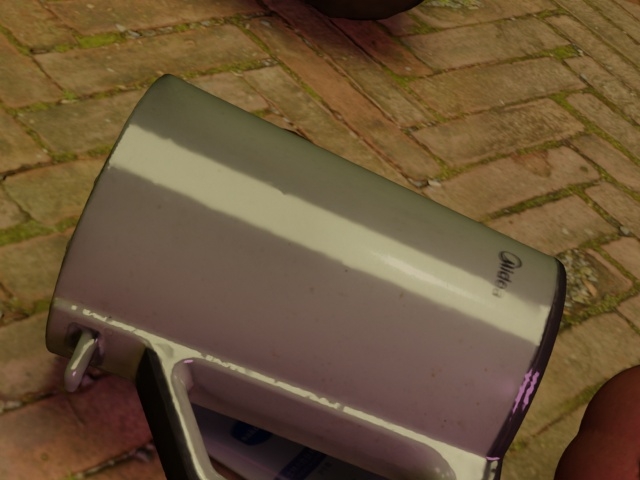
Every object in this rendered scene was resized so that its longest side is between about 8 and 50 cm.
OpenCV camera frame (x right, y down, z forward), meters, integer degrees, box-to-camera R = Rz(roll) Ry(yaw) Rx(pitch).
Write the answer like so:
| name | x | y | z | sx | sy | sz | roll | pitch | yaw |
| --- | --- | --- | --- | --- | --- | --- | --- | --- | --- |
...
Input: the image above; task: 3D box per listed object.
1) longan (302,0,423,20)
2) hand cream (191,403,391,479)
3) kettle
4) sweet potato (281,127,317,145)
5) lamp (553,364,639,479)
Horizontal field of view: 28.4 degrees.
| name | x | y | z | sx | sy | sz | roll | pitch | yaw |
| --- | --- | --- | --- | --- | --- | --- | --- | --- | --- |
| longan | 0.025 | -0.520 | 1.688 | 0.436 | 0.404 | 0.404 | 27 | 35 | 3 |
| hand cream | 0.016 | 0.215 | 1.078 | 0.320 | 0.067 | 0.109 | 31 | 36 | 15 |
| kettle | -0.020 | 0.082 | 1.019 | 0.376 | 0.250 | 0.361 | 23 | 44 | -1 |
| sweet potato | -0.047 | -0.104 | 1.415 | 0.117 | 0.049 | 0.049 | 28 | 35 | 11 |
| lamp | 0.356 | 0.238 | 1.104 | 0.305 | 0.305 | 0.239 | 43 | -6 | 19 |
